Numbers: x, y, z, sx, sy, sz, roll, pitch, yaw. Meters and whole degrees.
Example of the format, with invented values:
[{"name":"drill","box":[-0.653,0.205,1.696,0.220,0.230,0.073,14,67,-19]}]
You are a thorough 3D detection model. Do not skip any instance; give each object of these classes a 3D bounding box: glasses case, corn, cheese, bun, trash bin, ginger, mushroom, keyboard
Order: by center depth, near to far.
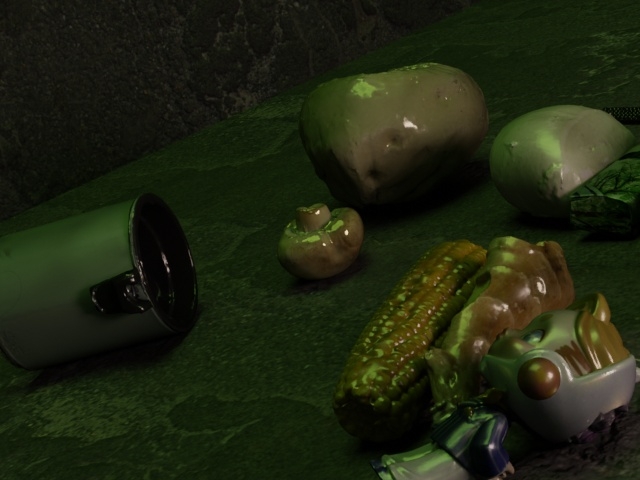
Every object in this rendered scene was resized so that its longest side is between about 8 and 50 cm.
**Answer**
[{"name":"ginger","box":[0.195,0.102,1.411,0.086,0.131,0.294,-15,28,44]},{"name":"corn","box":[0.117,0.104,1.469,0.120,0.120,0.363,-10,20,30]},{"name":"glasses case","box":[0.453,-0.090,1.784,0.095,0.062,0.272,13,33,38]},{"name":"cheese","box":[0.339,-0.117,1.876,0.198,0.154,0.189,-31,15,-37]},{"name":"trash bin","box":[-0.348,0.065,1.960,0.263,0.217,0.277,-15,11,15]},{"name":"mushroom","box":[0.000,0.000,1.961,0.148,0.112,0.148,-11,12,2]},{"name":"keyboard","box":[0.546,-0.216,2.211,0.061,0.013,0.204,-29,18,-28]},{"name":"bun","box":[0.130,-0.180,2.215,0.326,0.234,0.362,-12,1,3]}]

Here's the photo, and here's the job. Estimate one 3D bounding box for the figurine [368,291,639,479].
[{"name":"figurine","box":[0.179,0.161,1.205,0.274,0.133,0.194,-34,-2,-27]}]
